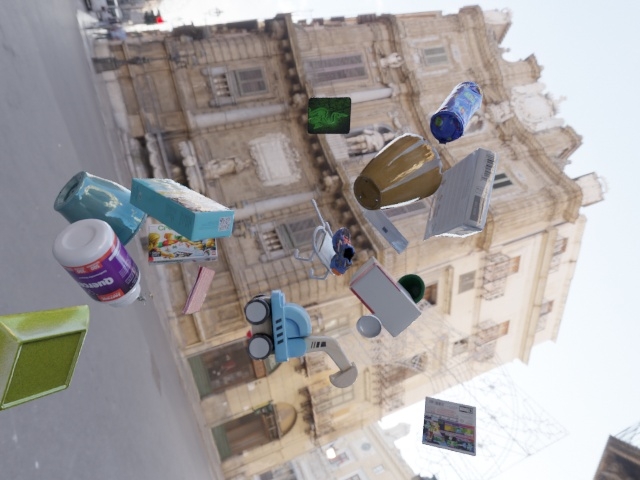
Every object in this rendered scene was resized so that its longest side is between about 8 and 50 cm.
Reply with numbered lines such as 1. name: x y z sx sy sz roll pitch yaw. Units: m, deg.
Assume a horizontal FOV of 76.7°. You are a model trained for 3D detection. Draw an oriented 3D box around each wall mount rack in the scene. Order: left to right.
1. wall mount rack: 0.000 0.000 1.846 0.305 0.130 0.350 -70 153 -23

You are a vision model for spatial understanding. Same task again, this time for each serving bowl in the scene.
1. serving bowl: 0.159 0.275 1.318 0.027 0.083 0.084 -56 138 -68

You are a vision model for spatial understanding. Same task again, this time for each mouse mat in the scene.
1. mouse mat: 0.036 -0.530 1.718 0.007 0.189 0.153 -23 116 -72

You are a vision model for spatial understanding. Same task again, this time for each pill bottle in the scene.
1. pill bottle: -0.733 0.092 1.367 0.323 0.181 0.182 85 -19 -50

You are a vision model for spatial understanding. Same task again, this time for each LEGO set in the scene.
1. LEGO set: -0.706 0.224 1.615 0.054 0.083 0.023 48 -54 -2

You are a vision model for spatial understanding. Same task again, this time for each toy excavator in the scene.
1. toy excavator: -0.078 0.418 1.720 0.222 0.443 0.434 108 -24 -87

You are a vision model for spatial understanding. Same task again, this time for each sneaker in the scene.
1. sneaker: 0.097 0.035 1.563 0.087 0.083 0.222 -34 -143 38

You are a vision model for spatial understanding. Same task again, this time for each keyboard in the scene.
1. keyboard: 0.287 -0.053 1.765 0.256 0.072 0.014 47 -10 -10

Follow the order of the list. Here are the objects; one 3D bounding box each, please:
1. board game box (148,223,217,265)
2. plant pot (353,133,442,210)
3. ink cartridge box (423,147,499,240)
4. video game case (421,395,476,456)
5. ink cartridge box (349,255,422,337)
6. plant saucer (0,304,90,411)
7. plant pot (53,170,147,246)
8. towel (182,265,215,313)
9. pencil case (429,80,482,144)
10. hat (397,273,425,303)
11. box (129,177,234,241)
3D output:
1. board game box: -0.651 0.012 1.917 0.053 0.304 0.193 115 -33 -58
2. plant pot: 0.234 -0.204 1.350 0.237 0.254 0.237 33 -42 35
3. ink cartridge box: 0.553 -0.158 1.639 0.385 0.091 0.309 127 -21 -78
4. video game case: 0.505 0.723 1.584 0.023 0.201 0.184 83 19 -50
5. ink cartridge box: 0.278 0.233 1.811 0.279 0.160 0.384 47 6 1
6. plant saucer: -0.519 0.223 0.745 0.189 0.045 0.188 -70 161 5
7. plant pot: -0.871 -0.127 1.593 0.255 0.271 0.272 43 9 -43
8. towel: -0.502 0.205 1.673 0.275 0.031 0.199 127 -18 -80
9. pencil case: 0.510 -0.478 1.504 0.133 0.306 0.119 37 -37 2
10. hat: 0.525 0.291 2.250 0.208 0.183 0.173 -16 -116 36
11. box: -0.304 -0.073 0.875 0.244 0.100 0.060 25 -70 33
